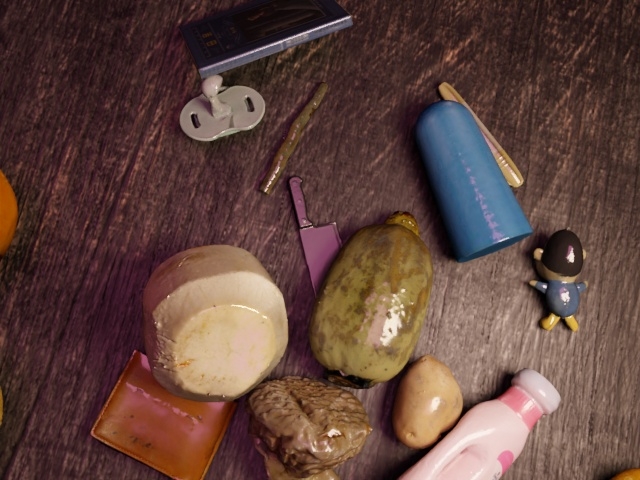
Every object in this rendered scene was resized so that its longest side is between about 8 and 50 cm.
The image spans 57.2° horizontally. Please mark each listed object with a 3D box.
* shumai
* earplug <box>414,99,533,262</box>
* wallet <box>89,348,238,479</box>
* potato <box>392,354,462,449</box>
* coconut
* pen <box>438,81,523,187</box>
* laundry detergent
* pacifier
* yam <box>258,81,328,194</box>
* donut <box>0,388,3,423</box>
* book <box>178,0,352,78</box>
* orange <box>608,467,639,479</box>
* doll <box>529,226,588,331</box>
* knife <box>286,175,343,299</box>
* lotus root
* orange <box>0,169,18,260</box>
[{"bbox_3d":[-0.027,0.312,0.890,0.166,0.205,0.176,1,99,-35],"label":"shumai"},{"bbox_3d":[0.244,-0.112,0.998,0.132,0.132,0.273,-19,78,-6],"label":"earplug"},{"bbox_3d":[-0.249,0.285,0.944,0.195,0.042,0.161,26,85,-1],"label":"wallet"},{"bbox_3d":[0.170,0.262,0.939,0.112,0.112,0.147,23,88,1],"label":"potato"},{"bbox_3d":[-0.165,0.122,0.894,0.241,0.241,0.241,1,80,-3],"label":"coconut"},{"bbox_3d":[0.284,-0.189,1.059,0.040,0.032,0.233,-38,82,15],"label":"pen"},{"bbox_3d":[0.236,0.337,0.917,0.335,0.159,0.088,-41,41,-11],"label":"laundry detergent"},{"bbox_3d":[-0.174,-0.239,1.001,0.150,0.117,0.127,-13,56,-2],"label":"pacifier"},{"bbox_3d":[-0.049,-0.185,1.043,0.027,0.029,0.234,33,77,-25],"label":"yam"},{"bbox_3d":[-0.623,0.277,0.890,0.302,0.110,0.303,0,81,-1],"label":"donut"},{"bbox_3d":[-0.101,-0.371,1.016,0.269,0.025,0.191,-21,44,-7],"label":"book"},{"bbox_3d":[0.514,0.438,0.910,0.158,0.136,0.159,0,78,0],"label":"orange"},{"bbox_3d":[0.408,0.064,0.999,0.101,0.089,0.180,3,104,-2],"label":"doll"},{"bbox_3d":[0.000,0.000,1.019,0.072,0.019,0.246,-14,84,-9],"label":"knife"},{"bbox_3d":[0.087,0.084,0.945,0.173,0.173,0.310,20,72,0],"label":"lotus root"},{"bbox_3d":[-0.588,-0.040,0.875,0.245,0.246,0.246,1,80,-3],"label":"orange"}]
